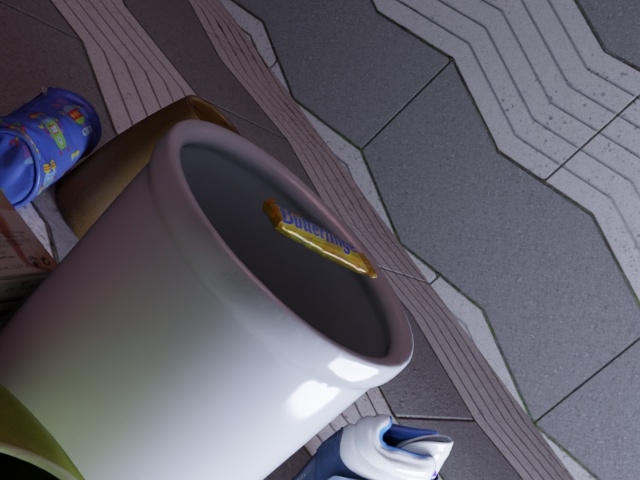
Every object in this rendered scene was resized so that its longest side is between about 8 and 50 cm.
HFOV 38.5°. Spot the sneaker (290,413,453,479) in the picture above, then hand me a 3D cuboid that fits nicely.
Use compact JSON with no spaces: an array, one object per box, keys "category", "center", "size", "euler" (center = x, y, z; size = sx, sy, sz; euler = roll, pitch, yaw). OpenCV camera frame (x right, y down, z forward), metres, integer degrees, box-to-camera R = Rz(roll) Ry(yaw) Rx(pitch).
[{"category":"sneaker","center":[0.126,0.382,1.269],"size":[0.323,0.236,0.130],"euler":[43,18,-9]}]

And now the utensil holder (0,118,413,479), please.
[{"category":"utensil holder","center":[-0.153,0.123,0.959],"size":[0.327,0.385,0.327],"euler":[42,17,-16]}]

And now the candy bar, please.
[{"category":"candy bar","center":[0.000,0.000,0.911],"size":[0.161,0.018,0.040],"euler":[30,24,-44]}]

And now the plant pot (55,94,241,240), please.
[{"category":"plant pot","center":[-0.250,-0.103,1.464],"size":[0.237,0.254,0.237],"euler":[40,17,-15]}]

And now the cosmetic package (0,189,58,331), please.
[{"category":"cosmetic package","center":[-0.447,-0.026,1.009],"size":[0.296,0.153,0.129],"euler":[51,16,11]}]

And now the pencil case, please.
[{"category":"pencil case","center":[-0.427,-0.148,1.372],"size":[0.306,0.119,0.133],"euler":[-80,148,-69]}]

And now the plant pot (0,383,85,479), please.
[{"category":"plant pot","center":[-0.317,0.194,0.690],"size":[0.275,0.275,0.293],"euler":[35,2,-32]}]
